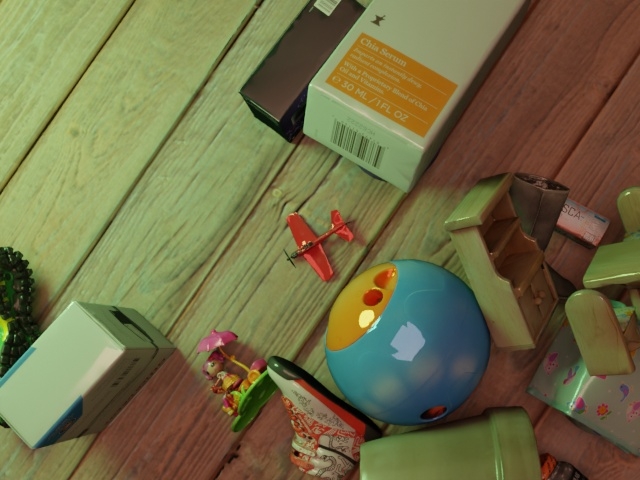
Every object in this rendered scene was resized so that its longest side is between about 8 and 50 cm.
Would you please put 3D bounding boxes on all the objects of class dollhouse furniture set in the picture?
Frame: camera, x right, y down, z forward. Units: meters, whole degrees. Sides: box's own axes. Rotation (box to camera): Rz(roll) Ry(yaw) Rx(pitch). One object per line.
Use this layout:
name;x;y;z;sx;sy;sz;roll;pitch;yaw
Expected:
dollhouse furniture set;0.439;0.009;1.389;0.394;0.362;0.256;-12;111;37

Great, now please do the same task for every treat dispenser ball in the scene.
treat dispenser ball;0.150;0.176;1.532;0.288;0.288;0.288;0;84;5

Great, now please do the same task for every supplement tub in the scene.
supplement tub;0.447;0.476;1.564;0.190;0.117;0.117;42;89;7

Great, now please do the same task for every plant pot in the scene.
plant pot;0.205;0.439;1.480;0.280;0.323;0.323;0;84;3

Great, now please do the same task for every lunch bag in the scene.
lunch bag;0.531;0.245;1.557;0.262;0.160;0.223;30;87;-25

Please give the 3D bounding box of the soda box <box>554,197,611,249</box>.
soda box;0.442;-0.052;1.644;0.183;0.063;0.058;30;87;7

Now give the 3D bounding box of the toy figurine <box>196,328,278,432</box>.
toy figurine;-0.169;0.246;1.659;0.159;0.130;0.173;39;113;21

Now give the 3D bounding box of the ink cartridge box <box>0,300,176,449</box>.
ink cartridge box;-0.411;0.233;1.564;0.129;0.307;0.223;42;89;9

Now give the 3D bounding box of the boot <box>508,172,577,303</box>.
boot;0.409;-0.003;1.598;0.190;0.076;0.208;19;110;6

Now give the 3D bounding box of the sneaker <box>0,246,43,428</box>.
sneaker;-0.616;0.189;1.693;0.146;0.134;0.343;-10;87;29

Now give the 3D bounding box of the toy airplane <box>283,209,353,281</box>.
toy airplane;0.000;0.000;1.693;0.151;0.028;0.151;-1;83;6

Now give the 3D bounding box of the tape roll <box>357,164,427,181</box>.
tape roll;0.141;-0.209;1.676;0.189;0.080;0.189;0;85;5

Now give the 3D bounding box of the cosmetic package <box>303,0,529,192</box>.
cosmetic package;0.184;-0.337;1.573;0.230;0.161;0.453;30;67;8

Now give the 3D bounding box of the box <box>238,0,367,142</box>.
box;-0.024;-0.329;1.650;0.103;0.184;0.261;37;89;5

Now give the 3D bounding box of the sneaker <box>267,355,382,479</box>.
sneaker;-0.025;0.332;1.590;0.270;0.090;0.145;39;93;-23
